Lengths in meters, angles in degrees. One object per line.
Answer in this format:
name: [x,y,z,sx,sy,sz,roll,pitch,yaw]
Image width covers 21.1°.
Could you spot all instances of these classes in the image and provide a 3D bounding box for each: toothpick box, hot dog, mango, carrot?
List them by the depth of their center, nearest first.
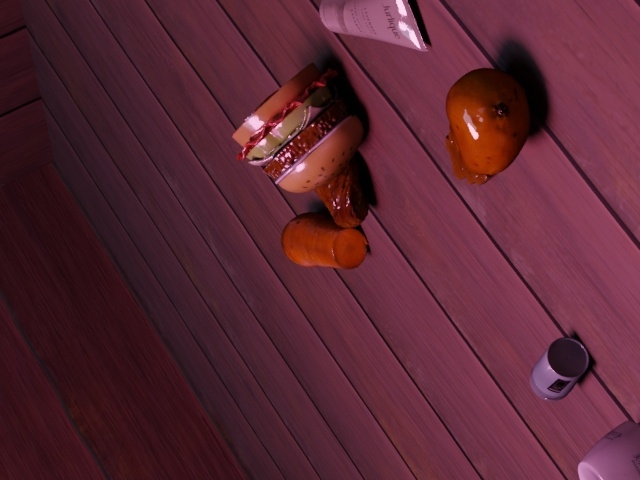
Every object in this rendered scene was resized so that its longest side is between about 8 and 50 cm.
mango: [0.178,-0.121,1.798,0.159,0.084,0.105,56,-160,-78]
toothpick box: [0.274,0.148,1.977,0.052,0.052,0.083,58,162,17]
hot dog: [0.024,-0.079,2.370,0.147,0.065,0.099,-120,12,-54]
carrot: [0.000,0.000,2.541,0.087,0.087,0.193,66,162,-10]

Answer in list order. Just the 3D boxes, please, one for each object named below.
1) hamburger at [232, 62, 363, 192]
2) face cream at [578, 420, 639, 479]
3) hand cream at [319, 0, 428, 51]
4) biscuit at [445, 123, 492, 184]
hamburger: [-0.022,-0.137,2.265,0.137,0.175,0.175,50,164,-1]
face cream: [0.336,0.246,1.864,0.091,0.095,0.091,54,160,29]
hand cream: [0.058,-0.265,2.009,0.186,0.054,0.087,18,137,58]
biscuit: [0.172,-0.096,1.976,0.092,0.016,0.082,42,149,49]
